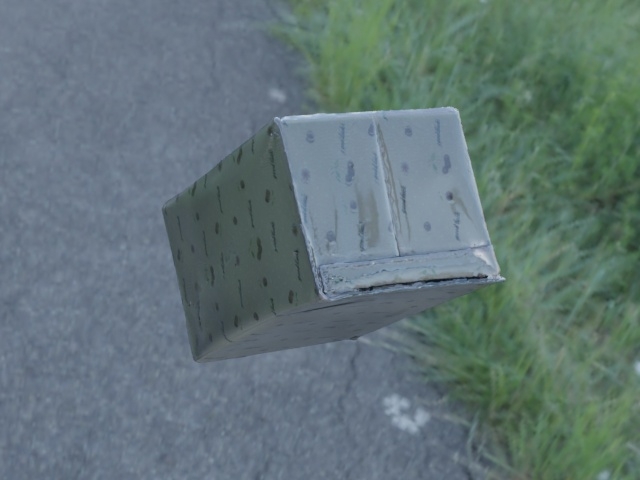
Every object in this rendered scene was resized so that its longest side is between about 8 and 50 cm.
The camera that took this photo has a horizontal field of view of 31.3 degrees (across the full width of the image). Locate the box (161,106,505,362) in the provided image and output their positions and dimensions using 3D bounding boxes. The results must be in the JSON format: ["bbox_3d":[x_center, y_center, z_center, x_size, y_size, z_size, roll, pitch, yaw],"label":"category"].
[{"bbox_3d":[0.000,0.000,1.193,0.225,0.297,0.190,-7,77,-32],"label":"box"}]
